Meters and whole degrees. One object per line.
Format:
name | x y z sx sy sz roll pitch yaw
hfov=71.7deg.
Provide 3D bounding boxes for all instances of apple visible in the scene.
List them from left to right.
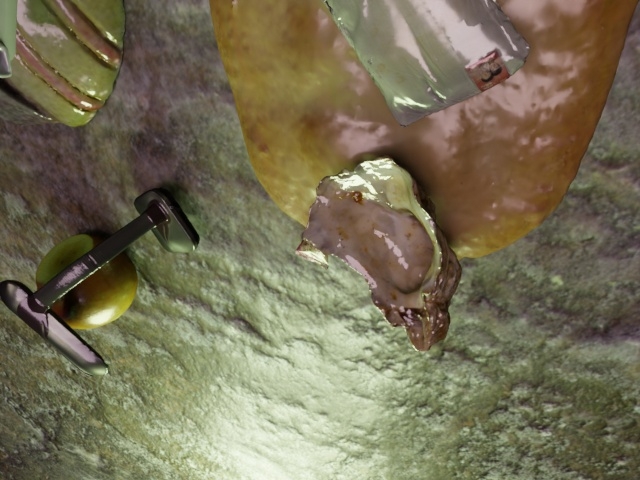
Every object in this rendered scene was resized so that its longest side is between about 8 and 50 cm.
apple | -0.415 0.076 0.790 0.146 0.147 0.163 -16 112 25

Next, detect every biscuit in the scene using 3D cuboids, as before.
biscuit | 0.072 -0.152 0.504 0.429 0.104 0.446 11 127 18

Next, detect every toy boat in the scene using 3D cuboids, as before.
toy boat | -0.402 -0.282 0.606 0.293 0.111 0.276 -2 126 8

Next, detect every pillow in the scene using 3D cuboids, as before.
pillow | 0.064 -0.215 0.370 0.128 0.051 0.229 -25 105 40

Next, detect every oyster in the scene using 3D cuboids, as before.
oyster | 0.090 0.012 0.510 0.161 0.107 0.233 -10 116 48

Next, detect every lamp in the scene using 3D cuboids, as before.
lamp | -0.312 0.071 0.695 0.124 0.283 0.203 9 135 59

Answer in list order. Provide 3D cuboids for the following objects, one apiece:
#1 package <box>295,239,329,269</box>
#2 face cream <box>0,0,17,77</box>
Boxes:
package | 0.000 0.000 0.684 0.059 0.029 0.083 28 113 7
face cream | -0.349 -0.364 0.449 0.145 0.145 0.370 16 104 9
